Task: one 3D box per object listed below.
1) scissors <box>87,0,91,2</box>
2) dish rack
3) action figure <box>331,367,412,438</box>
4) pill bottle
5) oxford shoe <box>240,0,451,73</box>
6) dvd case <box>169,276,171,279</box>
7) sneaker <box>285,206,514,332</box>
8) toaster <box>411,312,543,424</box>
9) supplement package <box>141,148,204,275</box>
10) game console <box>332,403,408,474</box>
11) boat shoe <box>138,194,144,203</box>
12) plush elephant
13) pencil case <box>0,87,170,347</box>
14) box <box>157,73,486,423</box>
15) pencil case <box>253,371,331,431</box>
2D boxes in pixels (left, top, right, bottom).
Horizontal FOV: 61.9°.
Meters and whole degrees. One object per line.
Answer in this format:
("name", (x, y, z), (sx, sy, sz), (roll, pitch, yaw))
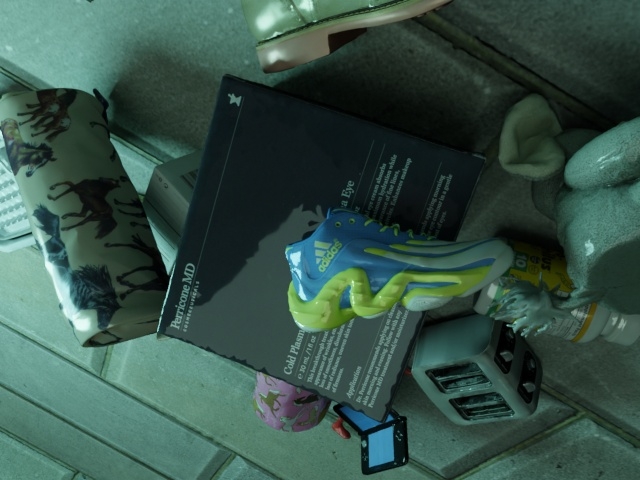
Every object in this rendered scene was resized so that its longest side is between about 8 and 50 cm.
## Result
("scissors", (-0.465, -0.417, 0.736), (0.297, 0.021, 0.109), (36, 149, -30))
("dish rack", (-0.631, -0.122, 1.051), (0.333, 0.072, 0.285), (-13, 123, 32))
("action figure", (0.124, 0.323, 1.078), (0.139, 0.091, 0.280), (26, 135, 11))
("pill bottle", (0.333, 0.075, 0.751), (0.209, 0.117, 0.117), (16, 133, 11))
("oxford shoe", (0.070, -0.299, 0.541), (0.397, 0.140, 0.146), (-13, 115, 30))
("dvd case", (-0.447, 0.056, 1.148), (0.239, 0.029, 0.179), (-12, 122, 31))
("sneaker", (0.067, 0.012, 0.553), (0.240, 0.091, 0.126), (-18, 92, 13))
("toaster", (0.258, 0.215, 0.910), (0.186, 0.110, 0.168), (-23, 115, 37))
("supplement package", (-0.227, -0.045, 0.893), (0.105, 0.105, 0.179), (46, 134, 8))
("game console", (0.090, 0.367, 1.012), (0.085, 0.124, 0.144), (19, 143, -23))
("boat shoe", (-0.372, -0.061, 1.001), (0.153, 0.048, 0.056), (19, 134, 8))
("plush elephant", (0.335, -0.049, 0.575), (0.330, 0.255, 0.272), (-24, 125, 29))
("pencil case", (-0.339, -0.030, 0.809), (0.160, 0.183, 0.410), (-29, 79, 19))
("box", (0.000, 0.000, 0.703), (0.313, 0.179, 0.343), (20, 104, 7))
("pencil case", (-0.021, 0.205, 0.989), (0.160, 0.167, 0.386), (27, 135, 11))
